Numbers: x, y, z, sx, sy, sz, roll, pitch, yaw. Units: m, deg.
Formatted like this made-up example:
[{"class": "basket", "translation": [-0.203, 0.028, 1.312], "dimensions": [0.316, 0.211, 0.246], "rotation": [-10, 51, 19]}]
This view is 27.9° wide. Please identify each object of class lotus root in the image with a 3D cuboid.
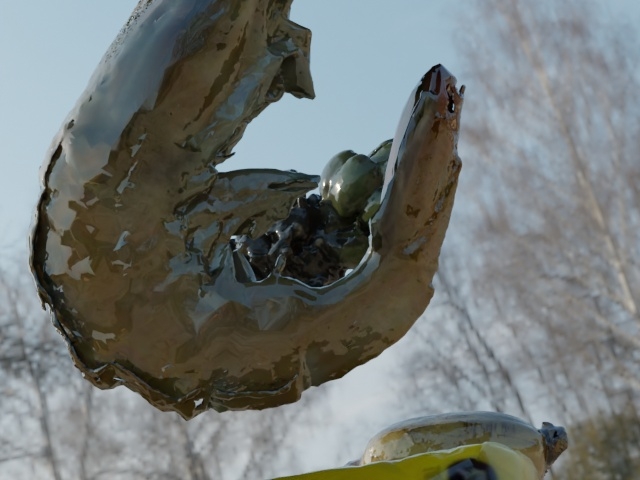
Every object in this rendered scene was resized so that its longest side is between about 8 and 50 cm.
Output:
[{"class": "lotus root", "translation": [0.073, 0.136, 0.768], "dimensions": [0.152, 0.063, 0.072], "rotation": [-12, -27, 7]}]

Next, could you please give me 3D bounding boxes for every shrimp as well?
[{"class": "shrimp", "translation": [-0.014, -0.044, 0.523], "dimensions": [0.253, 0.173, 0.058], "rotation": [-55, -10, -11]}]

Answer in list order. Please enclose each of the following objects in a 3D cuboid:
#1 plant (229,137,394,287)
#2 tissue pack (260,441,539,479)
[{"class": "plant", "translation": [0.000, 0.000, 0.750], "dimensions": [0.174, 0.085, 0.087], "rotation": [-38, -50, 11]}, {"class": "tissue pack", "translation": [-0.047, 0.266, 0.341], "dimensions": [0.293, 0.382, 0.228], "rotation": [-10, -55, 7]}]
